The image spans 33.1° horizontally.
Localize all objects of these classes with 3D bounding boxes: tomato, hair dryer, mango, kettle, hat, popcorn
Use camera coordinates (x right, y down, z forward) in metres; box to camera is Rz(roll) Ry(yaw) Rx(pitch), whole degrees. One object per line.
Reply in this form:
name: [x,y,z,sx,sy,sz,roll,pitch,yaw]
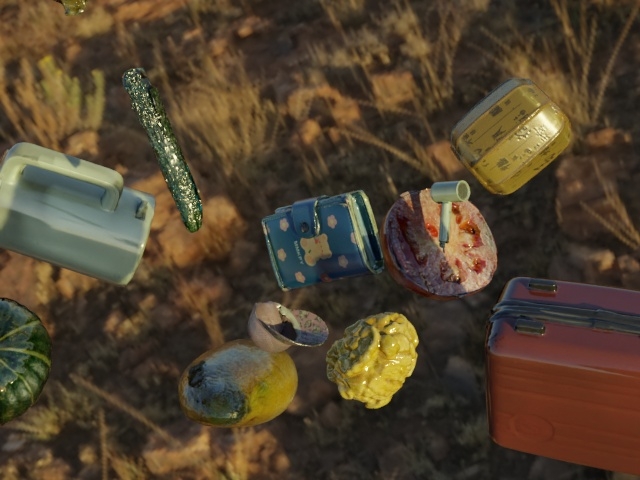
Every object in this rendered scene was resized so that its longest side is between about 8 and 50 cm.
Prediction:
tomato: [0.205,0.016,1.925,0.225,0.225,0.085,-57,1,-35]
hair dryer: [0.217,-0.040,1.832,0.063,0.038,0.124,-2,79,49]
mango: [-0.144,0.256,1.847,0.193,0.146,0.316,-2,9,11]
kettle: [-0.506,-0.049,2.154,0.265,0.318,0.205,-5,66,70]
hat: [-0.035,0.092,1.034,0.087,0.042,0.058,25,29,30]
popcorn: [0.093,0.229,2.033,0.194,0.140,0.163,-26,60,36]

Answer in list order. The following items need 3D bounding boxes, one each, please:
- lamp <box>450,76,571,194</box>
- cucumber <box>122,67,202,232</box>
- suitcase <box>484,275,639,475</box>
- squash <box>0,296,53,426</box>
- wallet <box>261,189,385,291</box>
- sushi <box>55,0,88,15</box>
lamp: [0.326,-0.179,1.852,0.185,0.161,0.161,-44,33,12]
cucumber: [-0.226,-0.133,1.586,0.044,0.256,0.043,-21,9,7]
suitcase: [0.363,0.176,1.389,0.297,0.236,0.161,8,41,18]
squash: [-0.525,0.188,1.668,0.218,0.218,0.172,-52,14,-31]
wallet: [-0.001,0.000,1.694,0.202,0.141,0.059,-13,1,45]
sushi: [-0.326,-0.440,1.562,0.212,0.147,0.115,-36,54,-22]
